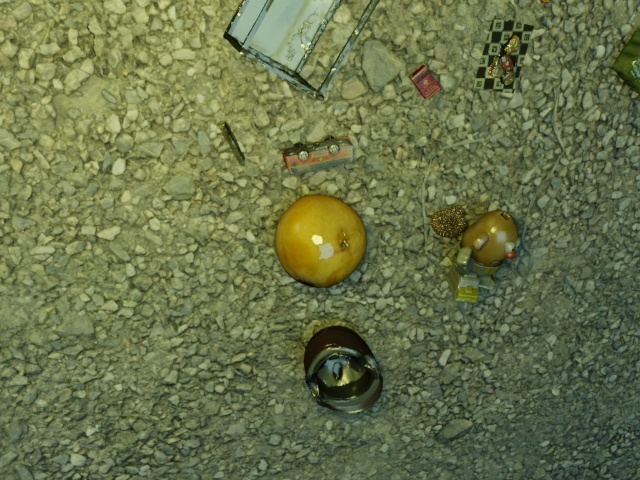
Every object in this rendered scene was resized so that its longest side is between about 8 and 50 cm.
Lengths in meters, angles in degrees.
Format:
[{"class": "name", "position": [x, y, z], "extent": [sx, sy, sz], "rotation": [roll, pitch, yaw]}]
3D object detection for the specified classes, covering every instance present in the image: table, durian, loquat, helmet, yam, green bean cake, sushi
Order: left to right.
[{"class": "yam", "position": [-0.233, -0.257, 1.684], "extent": [0.027, 0.033, 0.129], "rotation": [-43, 128, -24]}, {"class": "table", "position": [-0.033, -0.539, 1.457], "extent": [0.222, 0.272, 0.335], "rotation": [25, 107, -25]}, {"class": "loquat", "position": [0.000, 0.000, 1.767], "extent": [0.263, 0.263, 0.263], "rotation": [-7, 117, -13]}, {"class": "helmet", "position": [0.061, 0.394, 2.010], "extent": [0.225, 0.177, 0.305], "rotation": [-24, 127, 3]}, {"class": "durian", "position": [0.392, -0.053, 1.945], "extent": [0.140, 0.071, 0.110], "rotation": [11, 112, -16]}, {"class": "sushi", "position": [0.517, -0.512, 1.772], "extent": [0.139, 0.031, 0.200], "rotation": [3, 115, -18]}, {"class": "green bean cake", "position": [0.999, -0.529, 1.860], "extent": [0.223, 0.125, 0.227], "rotation": [27, 110, -26]}]

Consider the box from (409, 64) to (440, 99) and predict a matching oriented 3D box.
[{"class": "box", "position": [0.287, -0.434, 1.748], "extent": [0.051, 0.023, 0.082], "rotation": [-41, 120, 5]}]

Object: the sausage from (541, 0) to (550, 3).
[{"class": "sausage", "position": [0.566, -0.692, 1.689], "extent": [0.145, 0.048, 0.050], "rotation": [33, 141, -26]}]

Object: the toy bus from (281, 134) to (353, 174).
[{"class": "toy bus", "position": [-0.007, -0.234, 1.739], "extent": [0.192, 0.065, 0.077], "rotation": [-13, 126, -10]}]

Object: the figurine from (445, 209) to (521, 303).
[{"class": "figurine", "position": [0.500, 0.034, 1.938], "extent": [0.167, 0.342, 0.284], "rotation": [23, 123, 10]}]

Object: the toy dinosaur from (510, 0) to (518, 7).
[{"class": "toy dinosaur", "position": [0.469, -0.720, 1.646], "extent": [0.212, 0.057, 0.142], "rotation": [31, 98, -30]}]
